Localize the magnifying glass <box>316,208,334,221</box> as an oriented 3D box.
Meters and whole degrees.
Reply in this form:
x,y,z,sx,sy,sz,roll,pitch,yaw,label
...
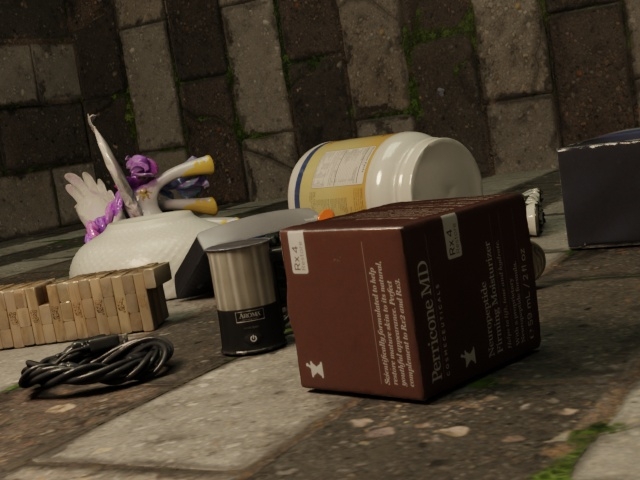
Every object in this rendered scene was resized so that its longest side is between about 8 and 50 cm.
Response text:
x,y,z,sx,sy,sz,roll,pitch,yaw,label
0.000,0.000,1.805,0.092,0.026,0.231,-41,-13,-17,magnifying glass

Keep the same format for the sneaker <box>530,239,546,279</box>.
x,y,z,sx,sy,sz,roll,pitch,yaw,label
0.192,0.036,1.445,0.222,0.083,0.118,-10,6,-6,sneaker

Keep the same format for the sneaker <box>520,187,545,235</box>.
x,y,z,sx,sy,sz,roll,pitch,yaw,label
0.378,-0.054,2.011,0.106,0.078,0.234,-4,9,15,sneaker

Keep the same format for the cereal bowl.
x,y,z,sx,sy,sz,roll,pitch,yaw,label
-0.313,0.025,1.964,0.339,0.141,0.339,-9,6,1,cereal bowl

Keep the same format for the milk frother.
x,y,z,sx,sy,sz,roll,pitch,yaw,label
-0.085,0.064,1.333,0.129,0.134,0.143,-10,7,-23,milk frother

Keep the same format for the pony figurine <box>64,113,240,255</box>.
x,y,z,sx,sy,sz,roll,pitch,yaw,label
-0.393,-0.077,2.266,0.363,0.351,0.303,-14,-27,-26,pony figurine

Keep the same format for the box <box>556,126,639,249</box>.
x,y,z,sx,sy,sz,roll,pitch,yaw,label
0.584,-0.102,1.721,0.294,0.182,0.296,-6,6,33,box

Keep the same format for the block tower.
x,y,z,sx,sy,sz,roll,pitch,yaw,label
-0.395,0.104,1.589,0.335,0.097,0.091,-10,6,8,block tower

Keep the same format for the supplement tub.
x,y,z,sx,sy,sz,roll,pitch,yaw,label
0.118,-0.080,1.915,0.228,0.228,0.316,-14,9,-41,supplement tub

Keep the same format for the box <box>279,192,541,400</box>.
x,y,z,sx,sy,sz,roll,pitch,yaw,label
0.094,0.051,1.061,0.167,0.168,0.203,-1,10,44,box

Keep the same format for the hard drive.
x,y,z,sx,sy,sz,roll,pitch,yaw,label
-0.124,0.018,1.801,0.255,0.054,0.172,-14,-26,-35,hard drive

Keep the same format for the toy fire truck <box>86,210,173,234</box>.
x,y,z,sx,sy,sz,roll,pitch,yaw,label
-0.450,-0.012,2.514,0.217,0.158,0.246,-10,-5,-10,toy fire truck

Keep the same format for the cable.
x,y,z,sx,sy,sz,roll,pitch,yaw,label
-0.270,0.152,1.246,0.184,0.047,0.150,-11,11,-40,cable

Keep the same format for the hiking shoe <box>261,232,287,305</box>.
x,y,z,sx,sy,sz,roll,pitch,yaw,label
-0.089,0.056,1.626,0.132,0.113,0.304,-17,-4,11,hiking shoe
